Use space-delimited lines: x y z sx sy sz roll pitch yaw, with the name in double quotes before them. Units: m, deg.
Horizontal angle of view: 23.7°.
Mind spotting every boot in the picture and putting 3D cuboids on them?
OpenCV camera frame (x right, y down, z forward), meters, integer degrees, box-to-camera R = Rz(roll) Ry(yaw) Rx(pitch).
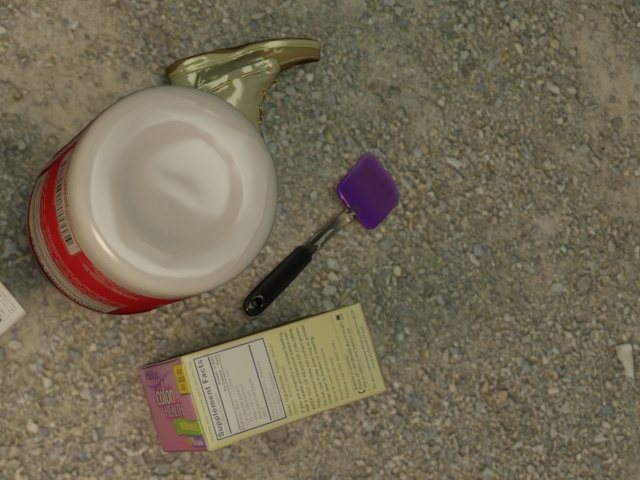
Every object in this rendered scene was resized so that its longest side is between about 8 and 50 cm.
"boot" -0.085 -0.178 2.028 0.213 0.077 0.165 -14 87 -17

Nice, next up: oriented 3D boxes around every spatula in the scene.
"spatula" 0.000 0.000 2.060 0.296 0.030 0.084 -45 101 -20

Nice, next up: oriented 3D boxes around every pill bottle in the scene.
"pill bottle" -0.216 -0.031 1.780 0.229 0.407 0.229 3 82 -20

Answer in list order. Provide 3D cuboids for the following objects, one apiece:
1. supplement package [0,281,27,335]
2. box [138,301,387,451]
"supplement package" -0.515 0.103 1.759 0.262 0.199 0.198 -42 99 -20
"box" -0.076 0.174 1.909 0.243 0.213 0.117 -15 88 -22
